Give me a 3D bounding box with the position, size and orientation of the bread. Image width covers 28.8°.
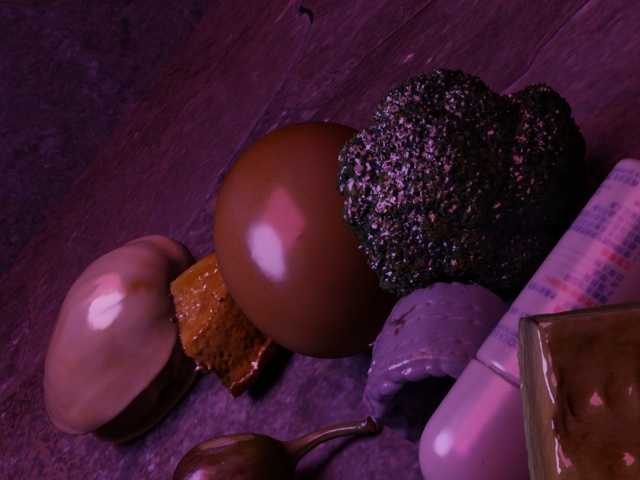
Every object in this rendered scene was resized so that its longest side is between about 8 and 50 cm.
[{"bbox_3d":[-0.119,0.097,1.677,0.139,0.143,0.229,-48,26,12],"label":"bread"}]

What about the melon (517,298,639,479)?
[{"bbox_3d":[0.305,0.119,0.800,0.344,0.226,0.331,-5,36,8],"label":"melon"}]

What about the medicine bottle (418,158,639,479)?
[{"bbox_3d":[0.216,0.099,1.090,0.341,0.130,0.130,-53,24,-4],"label":"medicine bottle"}]

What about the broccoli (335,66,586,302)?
[{"bbox_3d":[0.151,-0.053,1.311,0.262,0.269,0.241,-13,-8,5],"label":"broccoli"}]

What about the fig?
[{"bbox_3d":[-0.050,0.250,1.388,0.245,0.149,0.149,-30,25,-1],"label":"fig"}]

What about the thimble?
[{"bbox_3d":[0.120,0.126,1.227,0.151,0.127,0.117,-43,21,45],"label":"thimble"}]

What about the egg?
[{"bbox_3d":[0.000,0.000,1.467,0.250,0.250,0.322,-42,31,22],"label":"egg"}]

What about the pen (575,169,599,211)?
[{"bbox_3d":[0.264,-0.085,1.386,0.040,0.032,0.233,-53,21,15],"label":"pen"}]

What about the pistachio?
[{"bbox_3d":[-0.284,0.142,1.829,0.238,0.229,0.321,26,90,41],"label":"pistachio"}]
